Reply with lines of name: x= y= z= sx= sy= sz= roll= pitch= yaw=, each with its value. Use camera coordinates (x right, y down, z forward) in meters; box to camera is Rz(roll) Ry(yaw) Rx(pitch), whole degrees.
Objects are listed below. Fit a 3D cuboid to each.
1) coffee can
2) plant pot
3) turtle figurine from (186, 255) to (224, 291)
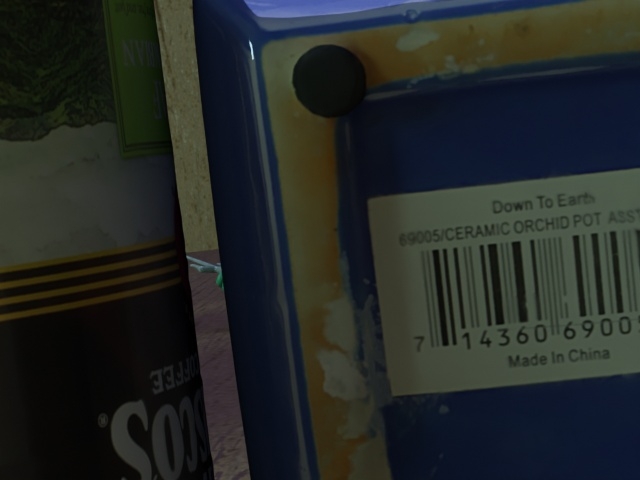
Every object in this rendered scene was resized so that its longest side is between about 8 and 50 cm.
coffee can: x=-0.140 y=0.000 z=0.533 sx=0.201 sy=0.275 sz=0.201 roll=-7 pitch=3 yaw=0
plant pot: x=0.077 y=0.000 z=0.562 sx=0.236 sy=0.236 sz=0.212 roll=-6 pitch=9 yaw=4
turtle figurine: x=0.000 y=0.000 z=1.587 sx=0.234 sy=0.175 sz=0.118 roll=9 pitch=-27 yaw=36
